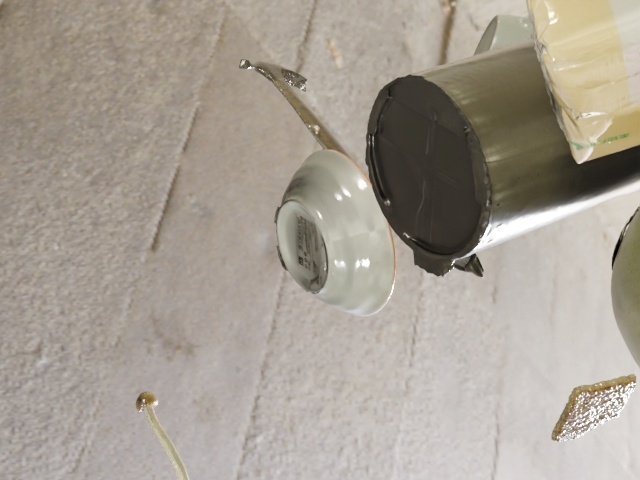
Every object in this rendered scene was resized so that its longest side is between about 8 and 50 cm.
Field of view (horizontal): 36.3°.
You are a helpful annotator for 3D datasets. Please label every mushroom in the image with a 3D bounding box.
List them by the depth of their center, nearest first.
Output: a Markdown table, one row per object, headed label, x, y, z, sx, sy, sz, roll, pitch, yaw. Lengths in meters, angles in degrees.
| label | x | y | z | sx | sy | sz | roll | pitch | yaw |
| --- | --- | --- | --- | --- | --- | --- | --- | --- | --- |
| mushroom | -0.263 | 0.410 | 1.716 | 0.043 | 0.068 | 0.306 | -19 | 100 | -26 |

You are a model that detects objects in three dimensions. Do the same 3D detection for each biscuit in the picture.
| label | x | y | z | sx | sy | sz | roll | pitch | yaw |
| --- | --- | --- | --- | --- | --- | --- | --- | --- | --- |
| biscuit | 0.542 | 0.340 | 1.941 | 0.237 | 0.131 | 0.026 | 90 | -12 | -54 |

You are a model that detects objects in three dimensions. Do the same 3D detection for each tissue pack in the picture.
| label | x | y | z | sx | sy | sz | roll | pitch | yaw |
| --- | --- | --- | --- | --- | --- | --- | --- | --- | --- |
| tissue pack | 0.269 | -0.151 | 0.700 | 0.186 | 0.222 | 0.090 | 49 | 29 | -60 |

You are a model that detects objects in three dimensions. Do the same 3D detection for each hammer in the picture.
| label | x | y | z | sx | sy | sz | roll | pitch | yaw |
| --- | --- | --- | --- | --- | --- | --- | --- | --- | --- |
| hammer | -0.018 | -0.185 | 1.501 | 0.125 | 0.027 | 0.297 | 2 | 40 | -42 |

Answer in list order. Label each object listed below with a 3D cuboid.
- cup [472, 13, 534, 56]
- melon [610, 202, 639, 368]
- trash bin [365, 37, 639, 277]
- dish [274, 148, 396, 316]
| label | x | y | z | sx | sy | sz | roll | pitch | yaw |
| --- | --- | --- | --- | --- | --- | --- | --- | --- | --- |
| cup | 0.379 | -0.291 | 1.557 | 0.234 | 0.258 | 0.186 | 22 | 35 | -5 |
| melon | 0.437 | 0.049 | 1.009 | 0.330 | 0.268 | 0.268 | 46 | 40 | -71 |
| trash bin | 0.221 | -0.116 | 1.042 | 0.301 | 0.203 | 0.252 | -20 | 110 | -27 |
| dish | 0.000 | 0.000 | 1.444 | 0.085 | 0.260 | 0.260 | -18 | 97 | -30 |
